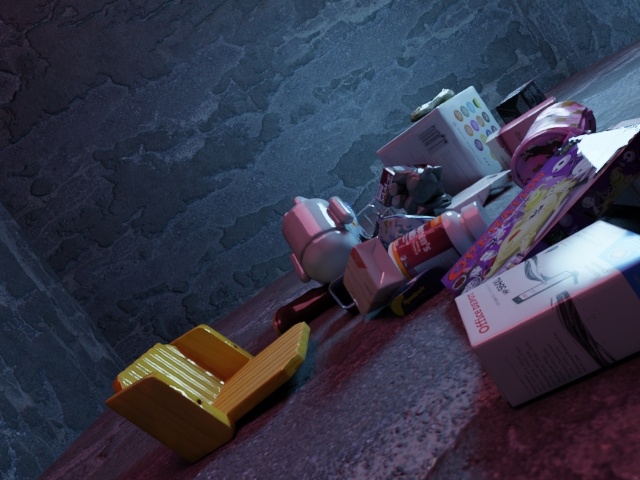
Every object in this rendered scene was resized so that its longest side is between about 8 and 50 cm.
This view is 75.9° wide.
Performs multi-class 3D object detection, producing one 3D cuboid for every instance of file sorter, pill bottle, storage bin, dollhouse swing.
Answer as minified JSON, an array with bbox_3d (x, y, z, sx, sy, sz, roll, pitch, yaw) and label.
[{"bbox_3d":[0.265,-0.094,1.622,0.278,0.173,0.193,-39,-3,-42],"label":"file sorter"},{"bbox_3d":[0.274,0.009,0.924,0.221,0.121,0.121,-33,5,29],"label":"pill bottle"},{"bbox_3d":[0.102,0.137,1.125,0.135,0.098,0.091,-36,-23,-9],"label":"storage bin"},{"bbox_3d":[-0.241,0.274,0.996,0.304,0.315,0.347,-55,2,7],"label":"dollhouse swing"}]

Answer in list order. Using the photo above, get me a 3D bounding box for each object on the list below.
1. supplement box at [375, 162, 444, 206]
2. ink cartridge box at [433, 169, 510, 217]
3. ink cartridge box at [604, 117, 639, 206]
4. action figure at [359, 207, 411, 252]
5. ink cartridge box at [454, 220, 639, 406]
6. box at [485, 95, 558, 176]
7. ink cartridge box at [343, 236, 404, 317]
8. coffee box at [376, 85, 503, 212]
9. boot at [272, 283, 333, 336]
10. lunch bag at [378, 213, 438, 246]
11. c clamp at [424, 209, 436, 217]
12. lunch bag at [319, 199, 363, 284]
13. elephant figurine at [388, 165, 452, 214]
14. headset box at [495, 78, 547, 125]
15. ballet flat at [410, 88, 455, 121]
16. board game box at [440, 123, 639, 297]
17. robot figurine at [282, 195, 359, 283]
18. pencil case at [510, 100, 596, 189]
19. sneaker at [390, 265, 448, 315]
[{"bbox_3d":[0.327,-0.205,1.503,0.240,0.073,0.130,-10,-51,-28],"label":"supplement box"},{"bbox_3d":[0.503,-0.143,1.349,0.225,0.056,0.181,-31,4,-1],"label":"ink cartridge box"},{"bbox_3d":[0.544,-0.142,0.716,0.159,0.092,0.218,-35,6,9],"label":"ink cartridge box"},{"bbox_3d":[0.236,-0.022,1.315,0.276,0.164,0.140,-28,-35,-46],"label":"action figure"},{"bbox_3d":[0.270,0.075,0.466,0.203,0.085,0.148,-33,5,16],"label":"ink cartridge box"},{"bbox_3d":[0.698,-0.343,1.364,0.232,0.148,0.127,-33,6,35],"label":"box"},{"bbox_3d":[0.115,0.093,0.954,0.067,0.115,0.198,-22,-24,-16],"label":"ink cartridge box"},{"bbox_3d":[0.514,-0.358,1.677,0.334,0.337,0.338,-37,4,-39],"label":"coffee box"},{"bbox_3d":[-0.032,0.203,1.326,0.207,0.090,0.248,-35,0,24],"label":"boot"},{"bbox_3d":[0.263,-0.019,1.118,0.176,0.090,0.219,4,-1,-10],"label":"lunch bag"},{"bbox_3d":[0.397,-0.078,1.596,0.161,0.022,0.137,-37,5,-22],"label":"c clamp"},{"bbox_3d":[0.040,0.006,1.554,0.243,0.303,0.115,-34,-24,34],"label":"lunch bag"},{"bbox_3d":[0.364,-0.175,1.391,0.240,0.169,0.186,-3,20,-35],"label":"elephant figurine"},{"bbox_3d":[0.827,-0.498,1.618,0.110,0.218,0.293,-31,7,45],"label":"headset box"},{"bbox_3d":[0.448,-0.553,1.662,0.250,0.058,0.084,-35,3,-20],"label":"ballet flat"},{"bbox_3d":[0.346,-0.027,0.664,0.346,0.056,0.208,-51,-2,8],"label":"board game box"},{"bbox_3d":[0.000,0.000,1.360,0.200,0.353,0.299,9,-56,-39],"label":"robot figurine"},{"bbox_3d":[0.592,-0.241,1.026,0.167,0.159,0.386,8,28,30],"label":"pencil case"},{"bbox_3d":[0.208,0.101,0.879,0.144,0.053,0.059,-34,2,-1],"label":"sneaker"}]
